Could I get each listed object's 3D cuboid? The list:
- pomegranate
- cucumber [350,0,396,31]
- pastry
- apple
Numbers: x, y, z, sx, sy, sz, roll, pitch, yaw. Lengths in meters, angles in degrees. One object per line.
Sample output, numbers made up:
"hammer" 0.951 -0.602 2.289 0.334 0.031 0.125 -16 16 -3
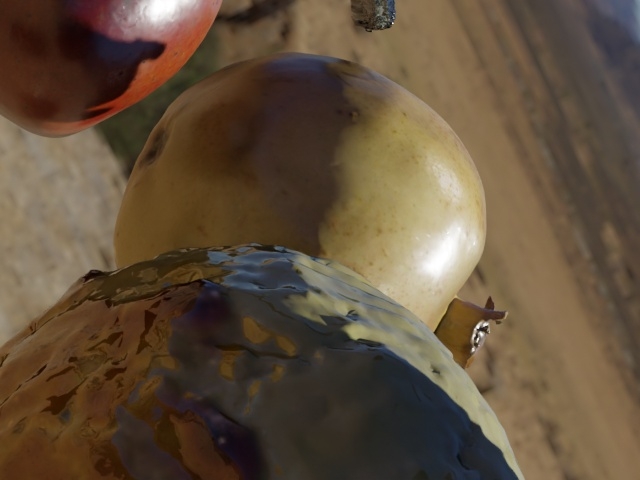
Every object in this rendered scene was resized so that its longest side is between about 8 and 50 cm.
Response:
"pomegranate" 0.000 0.000 1.600 0.319 0.319 0.319 61 10 -19
"cucumber" 0.042 -0.218 1.669 0.163 0.043 0.039 83 11 -74
"pastry" -0.063 0.191 1.093 0.388 0.312 0.388 31 -54 56
"apple" -0.177 -0.190 1.439 0.234 0.234 0.234 61 10 -19
